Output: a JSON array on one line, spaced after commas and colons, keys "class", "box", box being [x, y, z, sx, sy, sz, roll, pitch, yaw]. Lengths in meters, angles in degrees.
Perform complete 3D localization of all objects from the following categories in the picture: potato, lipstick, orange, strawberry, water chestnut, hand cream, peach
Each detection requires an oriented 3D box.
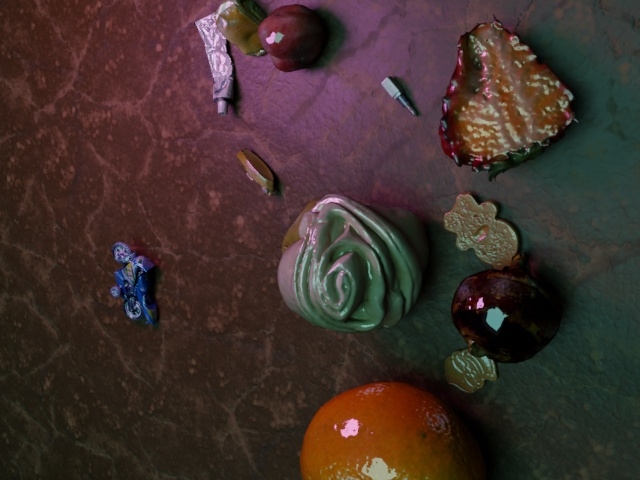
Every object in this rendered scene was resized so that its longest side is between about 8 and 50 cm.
[{"class": "potato", "box": [0.000, 0.002, 1.739, 0.200, 0.154, 0.137, -60, 27, 17]}, {"class": "lipstick", "box": [0.179, -0.316, 1.627, 0.107, 0.025, 0.025, 51, 122, 5]}, {"class": "orange", "box": [0.164, 0.510, 1.646, 0.424, 0.326, 0.424, 21, 130, 27]}, {"class": "strawberry", "box": [0.344, -0.261, 1.467, 0.253, 0.150, 0.280, -40, 75, 12]}, {"class": "water chestnut", "box": [0.383, 0.138, 1.506, 0.223, 0.223, 0.238, 2, 63, 32]}, {"class": "hand cream", "box": [-0.261, -0.445, 1.866, 0.084, 0.050, 0.257, -12, 88, 32]}, {"class": "peach", "box": [-0.061, -0.465, 1.683, 0.152, 0.152, 0.152, 8, 105, 31]}]

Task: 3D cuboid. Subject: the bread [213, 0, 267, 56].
[{"class": "bread", "box": [-0.192, -0.521, 1.770, 0.103, 0.110, 0.156, -44, 77, 26]}]

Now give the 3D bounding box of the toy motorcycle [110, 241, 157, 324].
[{"class": "toy motorcycle", "box": [-0.536, 0.126, 2.149, 0.135, 0.092, 0.254, 3, 111, 23]}]

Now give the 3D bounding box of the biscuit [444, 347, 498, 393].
[{"class": "biscuit", "box": [0.339, 0.293, 1.666, 0.130, 0.019, 0.102, -32, 82, 34]}]

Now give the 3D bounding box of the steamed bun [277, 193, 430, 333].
[{"class": "steamed bun", "box": [0.080, 0.081, 1.593, 0.324, 0.219, 0.310, 15, 114, -16]}]

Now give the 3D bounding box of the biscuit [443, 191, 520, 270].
[{"class": "biscuit", "box": [0.352, -0.023, 1.581, 0.184, 0.027, 0.133, 30, 116, 22]}]

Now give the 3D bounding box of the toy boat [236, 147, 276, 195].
[{"class": "toy boat", "box": [-0.161, -0.173, 1.865, 0.149, 0.047, 0.049, 48, 135, 17]}]
